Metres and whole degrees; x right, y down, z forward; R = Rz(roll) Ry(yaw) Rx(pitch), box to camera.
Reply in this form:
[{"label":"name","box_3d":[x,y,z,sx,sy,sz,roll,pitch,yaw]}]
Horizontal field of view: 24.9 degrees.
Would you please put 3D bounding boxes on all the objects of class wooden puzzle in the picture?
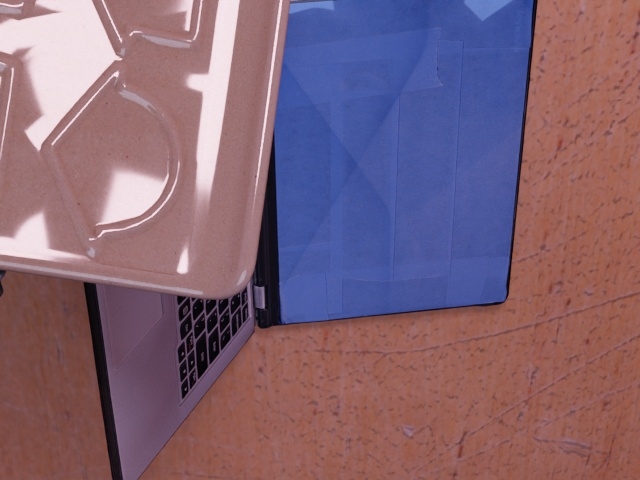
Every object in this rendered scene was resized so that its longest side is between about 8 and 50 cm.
[{"label":"wooden puzzle","box_3d":[-0.204,-0.136,1.040,0.347,0.080,0.322,9,83,-12]}]

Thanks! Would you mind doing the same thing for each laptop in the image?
[{"label":"laptop","box_3d":[0.000,0.000,1.298,0.236,0.408,0.382,17,132,21]}]

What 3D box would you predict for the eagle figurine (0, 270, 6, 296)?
[{"label":"eagle figurine","box_3d":[-0.325,-0.029,1.244,0.298,0.226,0.225,-12,150,-7]}]
